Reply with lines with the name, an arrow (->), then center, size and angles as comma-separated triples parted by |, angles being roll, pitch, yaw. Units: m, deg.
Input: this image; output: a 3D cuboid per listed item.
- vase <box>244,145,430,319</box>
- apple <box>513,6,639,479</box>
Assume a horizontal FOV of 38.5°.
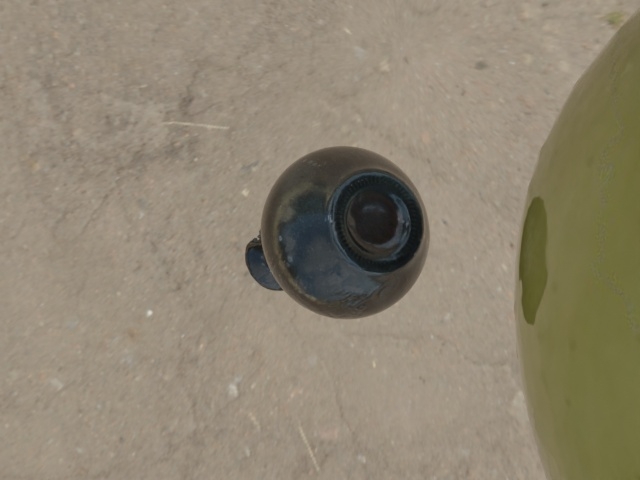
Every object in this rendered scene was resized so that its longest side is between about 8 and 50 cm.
vase -> 0.000, 0.000, 0.669 | 0.120, 0.183, 0.120 | 4, 81, -24
apple -> 0.315, 0.064, 0.409 | 0.474, 0.473, 0.473 | 1, 102, 5
